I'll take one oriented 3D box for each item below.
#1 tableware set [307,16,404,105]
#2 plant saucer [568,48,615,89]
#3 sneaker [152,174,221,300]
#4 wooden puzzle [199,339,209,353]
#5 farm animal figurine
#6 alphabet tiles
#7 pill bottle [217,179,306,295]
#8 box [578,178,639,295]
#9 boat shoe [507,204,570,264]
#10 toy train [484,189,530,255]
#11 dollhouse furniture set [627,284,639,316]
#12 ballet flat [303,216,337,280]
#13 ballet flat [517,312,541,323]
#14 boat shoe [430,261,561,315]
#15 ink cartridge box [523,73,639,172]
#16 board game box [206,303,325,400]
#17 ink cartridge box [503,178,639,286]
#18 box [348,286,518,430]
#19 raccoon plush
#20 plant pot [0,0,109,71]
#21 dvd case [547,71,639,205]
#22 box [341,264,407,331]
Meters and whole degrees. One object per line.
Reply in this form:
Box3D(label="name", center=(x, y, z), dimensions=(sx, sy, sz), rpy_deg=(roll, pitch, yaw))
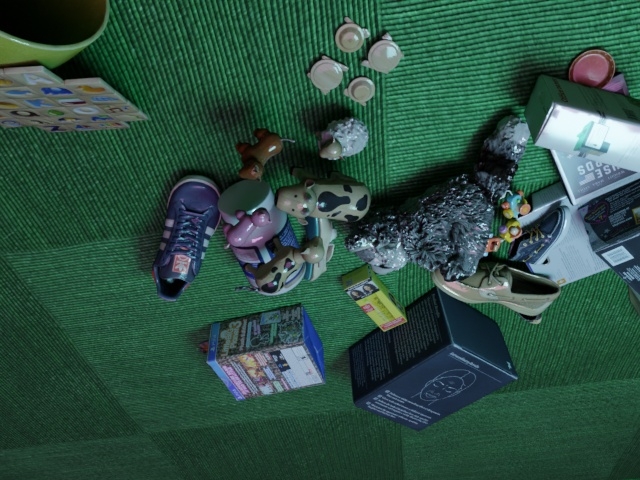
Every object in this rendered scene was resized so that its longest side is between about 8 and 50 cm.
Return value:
Box3D(label="tableware set", center=(0.068, -0.343, 0.982), dimensions=(0.141, 0.020, 0.168), rpy_deg=(24, 128, -21))
Box3D(label="plant saucer", center=(0.541, -0.339, 1.007), dimensions=(0.084, 0.013, 0.083), rpy_deg=(6, 118, 11))
Box3D(label="sneaker", center=(-0.320, 0.010, 1.196), dimensions=(0.131, 0.148, 0.350), rpy_deg=(13, 130, -15))
Box3D(label="wooden puzzle", center=(-0.350, 0.333, 1.591), dimensions=(0.083, 0.006, 0.049), rpy_deg=(-23, 130, 17))
Box3D(label="farm animal figurine", center=(-0.030, -0.062, 1.017), dimensions=(0.327, 0.172, 0.330), rpy_deg=(-16, 119, -24))
Box3D(label="alphabet tiles", center=(-0.482, -0.237, 0.884), dimensions=(0.285, 0.342, 0.011), rpy_deg=(-3, 89, -1))
Box3D(label="pill bottle", center=(-0.138, -0.006, 1.191), dimensions=(0.153, 0.153, 0.264), rpy_deg=(-12, 133, 7))
Box3D(label="box", center=(0.745, -0.001, 1.162), dimensions=(0.247, 0.142, 0.163), rpy_deg=(33, 133, -27))
Box3D(label="boat shoe", center=(0.522, -0.010, 1.207), dimensions=(0.083, 0.065, 0.183), rpy_deg=(6, 133, -7))
Box3D(label="toy train", center=(0.432, -0.039, 1.170), dimensions=(0.125, 0.046, 0.166), rpy_deg=(0, 111, -34))
Box3D(label="dollhouse furniture set", center=(1.040, 0.167, 1.425), dimensions=(0.242, 0.161, 0.212), rpy_deg=(-22, 130, 16))
Box3D(label="ballet flat", center=(0.000, 0.000, 1.268), dimensions=(0.086, 0.086, 0.248), rpy_deg=(4, 134, -7))
Box3D(label="ballet flat", center=(0.616, 0.213, 1.515), dimensions=(0.057, 0.049, 0.173), rpy_deg=(-35, 126, 27))
Box3D(label="boat shoe", center=(0.462, 0.102, 1.333), dimensions=(0.341, 0.121, 0.110), rpy_deg=(13, 143, -9))
Box3D(label="ink cartridge box", center=(0.523, -0.230, 0.975), dimensions=(0.219, 0.160, 0.092), rpy_deg=(15, 128, 2))
Box3D(label="board game box", center=(-0.156, 0.342, 1.520), dimensions=(0.291, 0.141, 0.232), rpy_deg=(-13, 132, 9))
Box3D(label="ink cartridge box", center=(0.671, -0.034, 1.279), dimensions=(0.330, 0.071, 0.324), rpy_deg=(-26, 129, 23))
Box3D(label="box", center=(0.326, 0.374, 1.536), dimensions=(0.293, 0.212, 0.395), rpy_deg=(31, 125, -28))
Box3D(label="raccoon plush", center=(0.238, -0.106, 1.160), dimensions=(0.299, 0.216, 0.446), rpy_deg=(18, 101, -2))
Box3D(label="plant pot", center=(-0.536, -0.349, 0.797), dimensions=(0.293, 0.274, 0.275), rpy_deg=(-24, 132, 37))
Box3D(label="dvd case", center=(0.591, -0.211, 1.086), dimensions=(0.179, 0.029, 0.238), rpy_deg=(-26, 110, 18))
Box3D(label="box", center=(0.157, 0.168, 1.436), dimensions=(0.087, 0.058, 0.232), rpy_deg=(-27, 129, 19))
